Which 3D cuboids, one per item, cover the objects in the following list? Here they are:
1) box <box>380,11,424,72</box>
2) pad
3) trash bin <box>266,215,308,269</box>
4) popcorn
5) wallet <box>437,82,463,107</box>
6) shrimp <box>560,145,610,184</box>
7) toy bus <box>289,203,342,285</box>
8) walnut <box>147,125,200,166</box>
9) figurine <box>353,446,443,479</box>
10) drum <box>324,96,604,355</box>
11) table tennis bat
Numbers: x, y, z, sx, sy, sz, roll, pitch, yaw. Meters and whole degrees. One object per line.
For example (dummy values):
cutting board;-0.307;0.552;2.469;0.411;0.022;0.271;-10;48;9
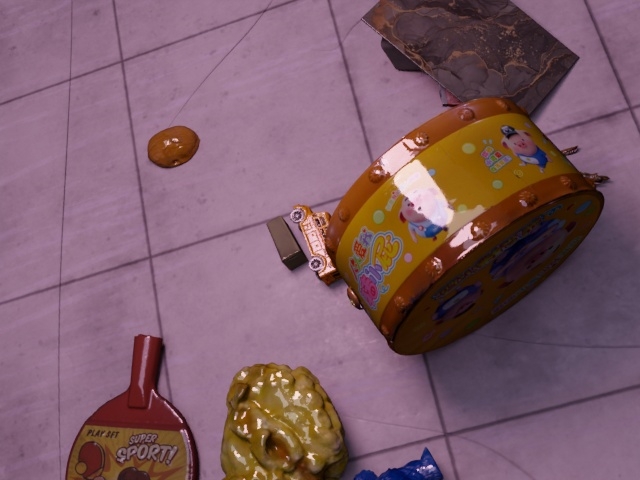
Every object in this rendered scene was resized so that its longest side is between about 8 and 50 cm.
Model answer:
box;0.175;-0.398;1.651;0.069;0.122;0.084;2;69;28
pad;0.295;-0.394;1.588;0.367;0.007;0.248;41;74;6
trash bin;-0.067;0.003;1.602;0.043;0.061;0.092;-28;64;5
popcorn;-0.062;0.359;1.417;0.225;0.174;0.286;3;72;9
wallet;0.276;-0.352;1.635;0.103;0.020;0.197;0;68;-15
shrimp;0.484;-0.139;1.523;0.114;0.023;0.083;7;70;21
toy bus;0.000;0.000;1.580;0.074;0.069;0.162;-23;68;6
walnut;-0.324;-0.210;1.753;0.121;0.052;0.091;-21;64;5
figurine;0.104;0.461;1.360;0.262;0.121;0.164;-43;69;0
drum;0.228;-0.014;1.336;0.431;0.431;0.214;-35;66;1
table tennis bat;-0.353;0.388;1.554;0.268;0.051;0.415;0;74;15
